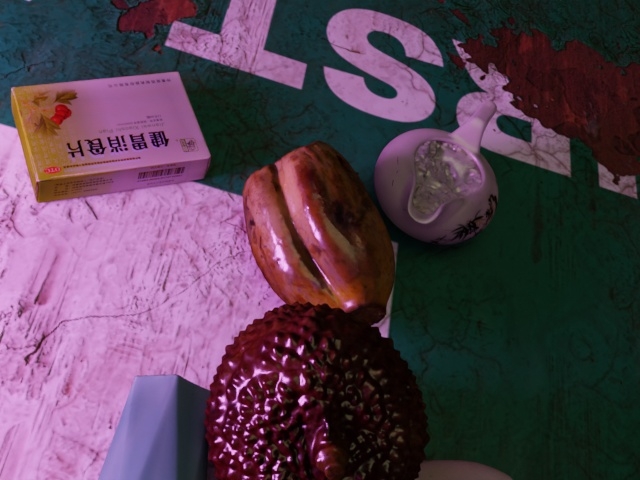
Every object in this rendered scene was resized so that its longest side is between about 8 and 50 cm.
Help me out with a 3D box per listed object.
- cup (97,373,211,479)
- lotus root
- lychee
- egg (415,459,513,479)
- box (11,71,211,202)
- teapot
[{"bbox_3d":[-0.194,0.286,0.981,0.134,0.148,0.235,-1,52,11],"label":"cup"},{"bbox_3d":[-0.006,0.001,1.198,0.193,0.193,0.291,-18,70,-28],"label":"lotus root"},{"bbox_3d":[-0.005,0.211,0.993,0.276,0.304,0.275,-1,98,-11],"label":"lychee"},{"bbox_3d":[0.156,0.391,1.009,0.264,0.174,0.286,39,58,12],"label":"egg"},{"bbox_3d":[-0.317,-0.161,1.255,0.261,0.062,0.175,-11,63,-26],"label":"box"},{"bbox_3d":[0.200,-0.111,1.359,0.208,0.166,0.299,26,63,12],"label":"teapot"}]
